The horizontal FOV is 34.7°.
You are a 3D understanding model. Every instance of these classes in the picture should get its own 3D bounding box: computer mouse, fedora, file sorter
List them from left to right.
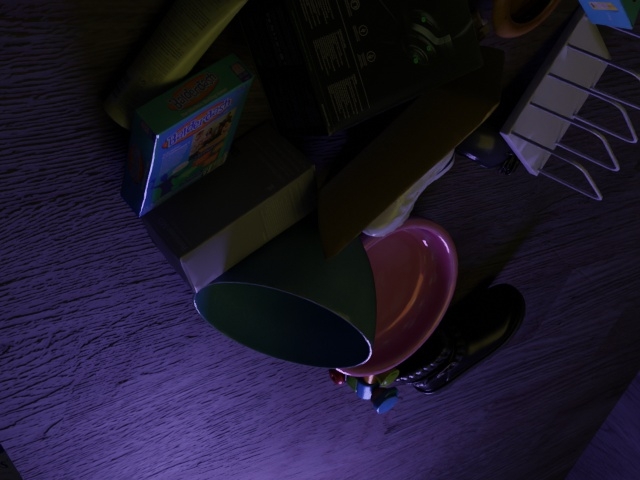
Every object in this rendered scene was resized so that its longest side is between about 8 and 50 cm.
[{"bbox_3d":[0.370,-0.207,1.950,0.184,0.060,0.262,-53,148,16],"label":"computer mouse"},{"bbox_3d":[0.321,-0.419,1.622,0.194,0.079,0.194,-30,145,-24],"label":"fedora"},{"bbox_3d":[0.501,-0.246,1.892,0.278,0.173,0.193,-58,146,-3],"label":"file sorter"}]

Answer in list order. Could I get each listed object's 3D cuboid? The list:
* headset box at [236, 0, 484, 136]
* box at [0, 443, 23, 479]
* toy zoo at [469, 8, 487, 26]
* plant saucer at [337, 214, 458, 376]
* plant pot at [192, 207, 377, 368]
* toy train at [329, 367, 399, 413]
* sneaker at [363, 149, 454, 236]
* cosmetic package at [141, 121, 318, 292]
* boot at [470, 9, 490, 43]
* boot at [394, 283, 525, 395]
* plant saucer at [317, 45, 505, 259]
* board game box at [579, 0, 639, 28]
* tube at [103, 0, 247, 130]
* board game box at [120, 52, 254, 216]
[{"bbox_3d":[0.052,-0.295,1.302,0.283,0.131,0.247,-28,109,-26],"label":"headset box"},{"bbox_3d":[-0.516,0.379,1.532,0.126,0.137,0.072,9,120,-53],"label":"box"},{"bbox_3d":[0.154,-0.297,1.620,0.293,0.030,0.192,8,121,-52],"label":"toy zoo"},{"bbox_3d":[0.111,0.095,1.929,0.332,0.084,0.332,-21,128,-30],"label":"plant saucer"},{"bbox_3d":[-0.033,0.054,1.625,0.290,0.290,0.196,67,37,-57],"label":"plant pot"},{"bbox_3d":[0.104,0.236,2.080,0.105,0.143,0.248,-27,145,-27],"label":"toy train"},{"bbox_3d":[0.144,-0.108,1.762,0.235,0.090,0.095,-50,168,-14],"label":"sneaker"},{"bbox_3d":[-0.131,-0.050,1.489,0.238,0.127,0.107,-35,148,-18],"label":"cosmetic package"},{"bbox_3d":[0.235,-0.309,1.630,0.087,0.042,0.118,-45,149,-4],"label":"boot"},{"bbox_3d":[0.298,0.208,2.286,0.348,0.131,0.260,-46,149,3],"label":"boot"},{"bbox_3d":[0.121,-0.157,1.516,0.332,0.081,0.333,-43,-171,24],"label":"plant saucer"},{"bbox_3d":[0.447,-0.515,1.571,0.336,0.079,0.254,29,80,-58],"label":"board game box"},{"bbox_3d":[-0.174,-0.240,1.257,0.070,0.062,0.240,34,107,-16],"label":"tube"},{"bbox_3d":[-0.177,-0.134,1.333,0.160,0.047,0.210,-36,168,-29],"label":"board game box"}]
